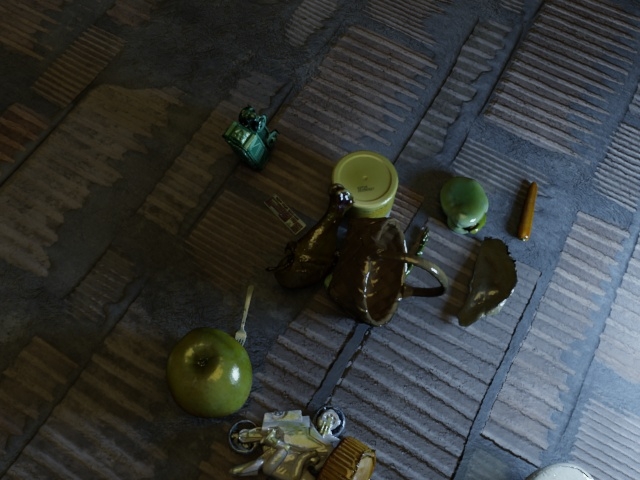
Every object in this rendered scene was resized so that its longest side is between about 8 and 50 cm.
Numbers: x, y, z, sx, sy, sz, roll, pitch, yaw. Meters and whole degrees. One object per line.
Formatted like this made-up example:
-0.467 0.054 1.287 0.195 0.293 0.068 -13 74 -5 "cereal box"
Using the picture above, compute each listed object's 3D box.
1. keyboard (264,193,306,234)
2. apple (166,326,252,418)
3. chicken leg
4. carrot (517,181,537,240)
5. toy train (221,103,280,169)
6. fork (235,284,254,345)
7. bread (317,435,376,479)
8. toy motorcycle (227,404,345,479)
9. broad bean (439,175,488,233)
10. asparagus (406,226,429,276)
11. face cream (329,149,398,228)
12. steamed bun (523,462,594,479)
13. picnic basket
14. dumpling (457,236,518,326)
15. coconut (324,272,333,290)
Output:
-0.121 -0.093 1.860 0.055 0.017 0.166 -39 73 -17 "keyboard"
-0.318 0.378 1.552 0.260 0.194 0.261 -2 63 5 "apple"
0.006 0.014 1.694 0.361 0.211 0.140 -48 57 6 "chicken leg"
0.716 -0.102 1.868 0.043 0.043 0.248 19 65 7 "carrot"
-0.232 -0.350 1.845 0.115 0.269 0.154 34 86 11 "toy train"
-0.241 0.240 1.711 0.034 0.028 0.220 4 62 9 "fork"
0.064 0.630 1.458 0.104 0.199 0.199 22 66 28 "bread"
-0.086 0.585 1.513 0.340 0.108 0.223 -4 60 -10 "toy motorcycle"
0.493 -0.125 1.845 0.169 0.100 0.228 -7 65 -12 "broad bean"
0.313 0.053 1.799 0.034 0.027 0.236 33 70 1 "asparagus"
0.140 -0.163 1.807 0.218 0.179 0.218 0 66 -1 "face cream"
0.633 0.706 1.460 0.228 0.131 0.177 -21 58 -9 "steamed bun"
0.222 0.097 1.609 0.337 0.293 0.337 -15 55 22 "picnic basket"
0.558 0.142 1.733 0.166 0.086 0.332 6 62 37 "dumpling"
0.053 0.138 1.729 0.082 0.083 0.081 5 32 -40 "coconut"
